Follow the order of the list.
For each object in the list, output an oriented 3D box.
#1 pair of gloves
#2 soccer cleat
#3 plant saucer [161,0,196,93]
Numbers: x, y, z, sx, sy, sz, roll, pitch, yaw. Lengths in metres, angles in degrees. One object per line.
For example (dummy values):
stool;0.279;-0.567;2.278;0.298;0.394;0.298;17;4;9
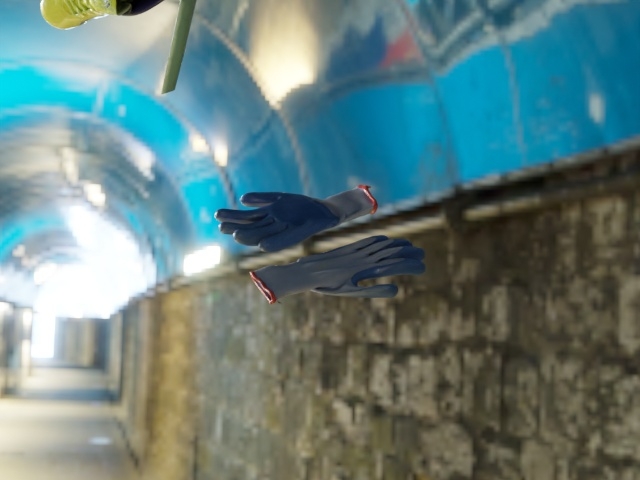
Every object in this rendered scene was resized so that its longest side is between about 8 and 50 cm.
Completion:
pair of gloves;0.000;0.000;1.302;0.159;0.023;0.198;-12;34;-19
soccer cleat;-0.290;-0.345;1.980;0.289;0.121;0.093;-16;-46;35
plant saucer;-0.156;-0.242;1.634;0.018;0.067;0.192;15;-30;-7
